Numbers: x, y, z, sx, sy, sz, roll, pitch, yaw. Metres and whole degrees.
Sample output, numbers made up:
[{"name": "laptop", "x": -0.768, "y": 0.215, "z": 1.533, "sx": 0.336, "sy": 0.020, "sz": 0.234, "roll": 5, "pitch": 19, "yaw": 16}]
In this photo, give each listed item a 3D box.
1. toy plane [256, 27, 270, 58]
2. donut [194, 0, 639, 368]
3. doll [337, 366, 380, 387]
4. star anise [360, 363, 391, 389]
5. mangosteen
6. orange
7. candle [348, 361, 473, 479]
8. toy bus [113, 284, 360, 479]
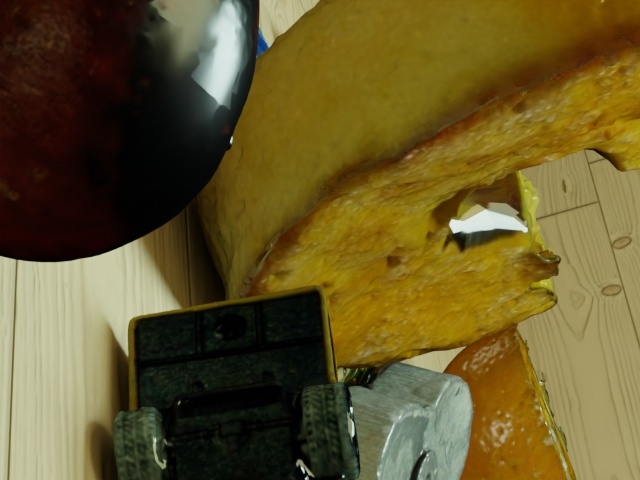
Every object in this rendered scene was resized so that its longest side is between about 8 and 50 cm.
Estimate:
[{"name": "toy plane", "x": -0.066, "y": -0.149, "z": 1.305, "sx": 0.246, "sy": 0.078, "sz": 0.169, "roll": 72, "pitch": 7, "yaw": -54}, {"name": "donut", "x": 0.092, "y": -0.076, "z": 1.164, "sx": 0.377, "sy": 0.435, "sz": 0.163, "roll": -6, "pitch": 61, "yaw": -43}, {"name": "doll", "x": -0.007, "y": 0.097, "z": 1.335, "sx": 0.113, "sy": 0.076, "sz": 0.078, "roll": -30, "pitch": 95, "yaw": -51}, {"name": "star anise", "x": 0.054, "y": 0.174, "z": 1.485, "sx": 0.208, "sy": 0.063, "sz": 0.172, "roll": -41, "pitch": 119, "yaw": -80}, {"name": "mangosteen", "x": -0.118, "y": -0.089, "z": 0.676, "sx": 0.200, "sy": 0.199, "sz": 0.200, "roll": -16, "pitch": 90, "yaw": -81}, {"name": "orange", "x": 0.231, "y": 0.255, "z": 1.829, "sx": 0.310, "sy": 0.274, "sz": 0.274, "roll": 35, "pitch": 22, "yaw": -14}, {"name": "candle", "x": 0.051, "y": 0.184, "z": 1.306, "sx": 0.192, "sy": 0.068, "sz": 0.169, "roll": -22, "pitch": 119, "yaw": -60}, {"name": "toy bus", "x": -0.032, "y": 0.175, "z": 0.834, "sx": 0.123, "sy": 0.121, "sz": 0.335, "roll": 80, "pitch": 2, "yaw": -46}]
